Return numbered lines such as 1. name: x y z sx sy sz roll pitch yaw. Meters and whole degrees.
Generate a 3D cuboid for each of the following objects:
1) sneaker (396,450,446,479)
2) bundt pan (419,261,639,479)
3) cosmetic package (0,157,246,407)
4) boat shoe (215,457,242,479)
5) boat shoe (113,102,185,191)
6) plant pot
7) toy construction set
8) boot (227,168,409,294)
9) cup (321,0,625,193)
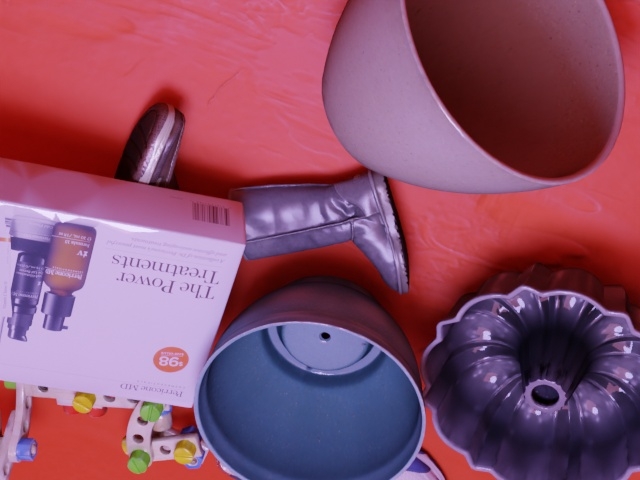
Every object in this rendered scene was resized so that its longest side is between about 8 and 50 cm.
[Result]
1. sneaker: 0.139 0.431 1.904 0.112 0.131 0.296 -13 117 17
2. bundt pan: 0.300 0.168 1.709 0.331 0.124 0.330 9 122 14
3. cosmetic package: -0.310 0.055 1.641 0.377 0.097 0.284 10 128 -14
4. boat shoe: -0.091 0.346 1.933 0.137 0.049 0.043 26 163 -12
5. boat shoe: -0.215 -0.061 1.685 0.095 0.095 0.257 14 126 -24
6. plant pot: -0.002 0.168 1.722 0.293 0.196 0.293 4 123 6
7. toy construction set: -0.325 0.239 1.846 0.328 0.151 0.215 -5 121 -2
8. boot: 0.000 0.000 1.693 0.209 0.076 0.189 -15 104 8
9. cup: 0.136 -0.187 1.453 0.331 0.331 0.237 45 142 -19
